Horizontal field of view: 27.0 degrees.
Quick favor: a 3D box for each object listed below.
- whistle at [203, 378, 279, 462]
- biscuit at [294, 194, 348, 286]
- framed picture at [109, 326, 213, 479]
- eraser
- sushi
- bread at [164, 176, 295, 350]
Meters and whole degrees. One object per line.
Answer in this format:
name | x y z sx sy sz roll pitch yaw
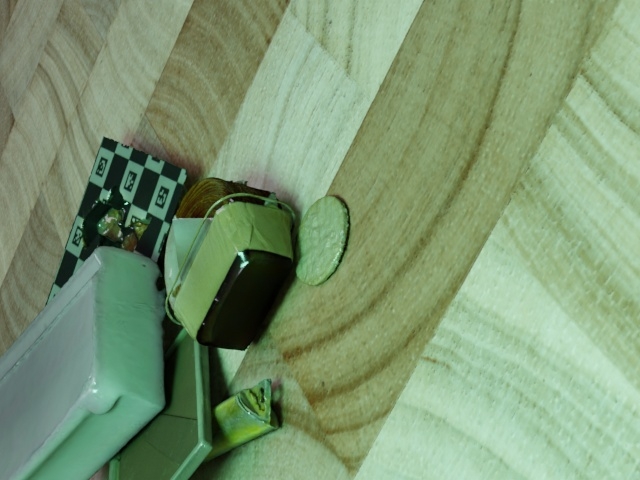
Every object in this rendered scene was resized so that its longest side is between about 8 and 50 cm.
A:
whistle | -0.153 0.260 1.771 0.326 0.057 0.068 -35 48 48
biscuit | 0.000 0.000 1.676 0.120 0.015 0.120 -33 49 49
framed picture | -0.221 0.263 1.813 0.240 0.020 0.324 -52 22 18
eraser | -0.366 0.212 1.960 0.359 0.122 0.272 -44 37 38
sushi | -0.317 0.034 2.145 0.343 0.064 0.359 24 95 56
bread | -0.131 0.020 1.760 0.224 0.142 0.212 -61 35 27
